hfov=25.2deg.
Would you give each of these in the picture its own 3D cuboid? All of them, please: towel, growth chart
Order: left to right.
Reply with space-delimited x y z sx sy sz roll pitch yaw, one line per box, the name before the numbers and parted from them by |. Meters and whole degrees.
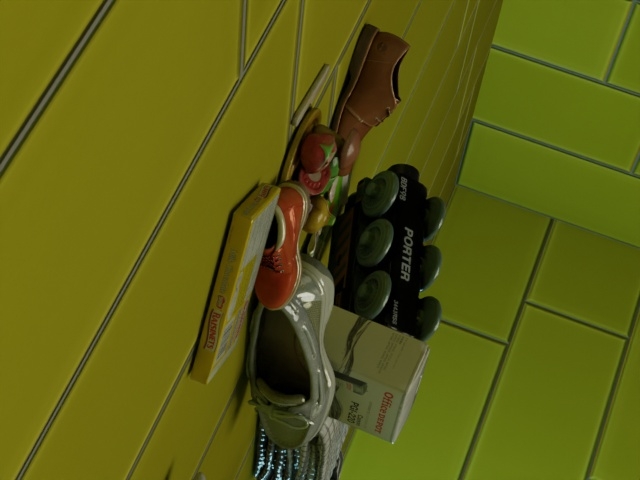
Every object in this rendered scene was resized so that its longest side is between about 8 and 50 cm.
towel | -0.015 0.263 2.288 0.283 0.121 0.235 96 14 -53
growth chart | 0.000 0.000 2.078 0.172 0.021 0.237 84 25 -74

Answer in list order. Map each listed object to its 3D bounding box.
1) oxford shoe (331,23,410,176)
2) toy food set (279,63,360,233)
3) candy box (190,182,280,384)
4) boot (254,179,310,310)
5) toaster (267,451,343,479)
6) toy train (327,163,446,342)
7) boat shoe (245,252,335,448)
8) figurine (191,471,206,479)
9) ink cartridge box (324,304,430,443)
oxford shoe | 0.062 -0.173 1.890 0.076 0.076 0.212 -55 165 -68
toy food set | 0.001 -0.083 1.700 0.128 0.071 0.218 -60 167 -52
candy box | -0.092 0.046 1.548 0.105 0.027 0.206 -58 166 -66
boot | -0.056 0.015 1.634 0.084 0.059 0.158 -47 147 -63
toaster | -0.041 0.437 2.484 0.146 0.129 0.227 74 36 -80
toy train | 0.082 0.045 2.135 0.190 0.142 0.334 -31 -137 44
boat shoe | -0.047 0.160 1.850 0.103 0.118 0.320 -53 158 -45
figurine | -0.180 0.391 1.618 0.215 0.092 0.209 -62 165 -50
ink cartridge box | 0.029 0.174 1.982 0.158 0.218 0.092 98 15 -56
